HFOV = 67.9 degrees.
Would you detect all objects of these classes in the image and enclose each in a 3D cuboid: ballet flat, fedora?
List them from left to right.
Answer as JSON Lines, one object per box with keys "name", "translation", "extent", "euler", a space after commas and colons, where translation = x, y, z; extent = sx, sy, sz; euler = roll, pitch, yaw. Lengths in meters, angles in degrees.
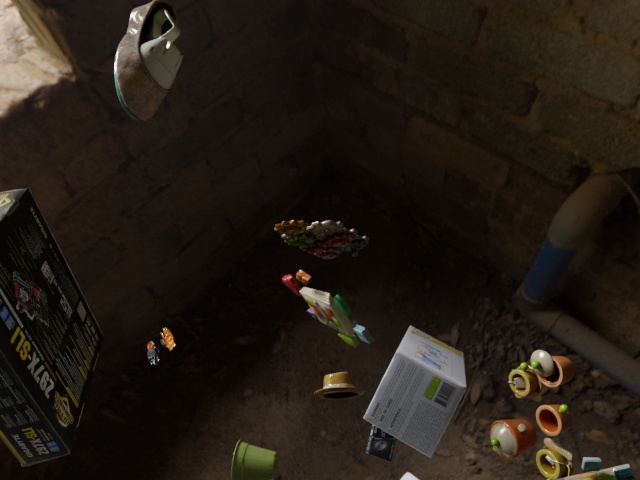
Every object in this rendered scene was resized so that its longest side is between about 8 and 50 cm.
{"name": "ballet flat", "translation": [-0.314, -0.358, 0.892], "extent": [0.106, 0.107, 0.316], "euler": [-22, 56, 15]}
{"name": "fedora", "translation": [0.068, 0.518, 1.702], "extent": [0.194, 0.194, 0.079], "euler": [-6, 62, 3]}

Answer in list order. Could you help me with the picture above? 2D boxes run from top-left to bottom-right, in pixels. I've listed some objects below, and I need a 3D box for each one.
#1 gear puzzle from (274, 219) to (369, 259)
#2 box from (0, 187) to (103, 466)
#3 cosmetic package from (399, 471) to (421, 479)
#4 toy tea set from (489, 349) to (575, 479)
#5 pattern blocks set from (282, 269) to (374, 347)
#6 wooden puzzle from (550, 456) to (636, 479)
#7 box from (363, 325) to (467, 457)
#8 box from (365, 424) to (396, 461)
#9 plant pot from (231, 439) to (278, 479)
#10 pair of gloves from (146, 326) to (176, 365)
{"name": "gear puzzle", "translation": [0.000, 0.000, 1.296], "extent": [0.175, 0.339, 0.044], "euler": [-16, 69, 27]}
{"name": "box", "translation": [-0.437, 0.119, 0.703], "extent": [0.079, 0.322, 0.257], "euler": [-12, 32, -4]}
{"name": "cosmetic package", "translation": [0.201, 0.593, 0.582], "extent": [0.329, 0.327, 0.394], "euler": [-43, 96, -17]}
{"name": "toy tea set", "translation": [0.521, 0.430, 1.190], "extent": [0.124, 0.336, 0.200], "euler": [-2, 6, -26]}
{"name": "pattern blocks set", "translation": [0.015, 0.199, 1.360], "extent": [0.026, 0.325, 0.285], "euler": [-43, 101, -20]}
{"name": "wooden puzzle", "translation": [0.182, 0.167, 0.309], "extent": [0.049, 0.083, 0.006], "euler": [-26, 26, 22]}
{"name": "box", "translation": [0.151, 0.218, 0.731], "extent": [0.103, 0.203, 0.114], "euler": [26, 98, 14]}
{"name": "box", "translation": [0.160, 0.520, 1.232], "extent": [0.067, 0.018, 0.083], "euler": [23, 62, -6]}
{"name": "plant pot", "translation": [-0.127, 0.442, 0.938], "extent": [0.079, 0.083, 0.083], "euler": [3, 56, 7]}
{"name": "pair of gloves", "translation": [-0.381, 0.251, 1.130], "extent": [0.083, 0.010, 0.074], "euler": [-45, 51, 5]}
